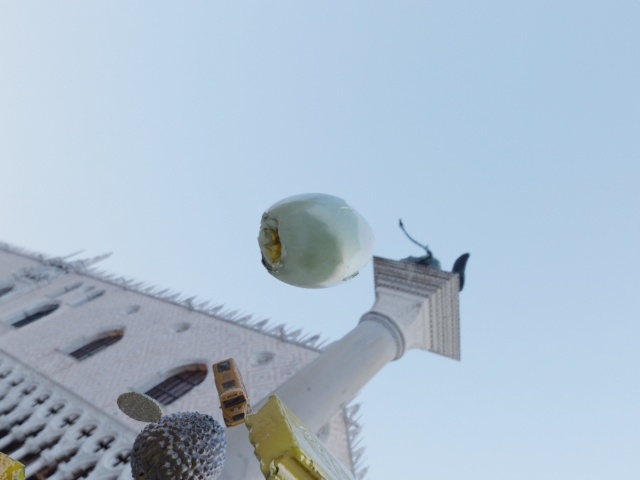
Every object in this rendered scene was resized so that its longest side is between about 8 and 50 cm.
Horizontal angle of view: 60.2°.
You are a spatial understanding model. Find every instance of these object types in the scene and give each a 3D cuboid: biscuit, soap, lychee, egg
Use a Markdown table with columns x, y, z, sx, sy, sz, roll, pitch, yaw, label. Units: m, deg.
| x | y | z | sx | sy | sz | roll | pitch | yaw | label |
| --- | --- | --- | --- | --- | --- | --- | --- | --- | --- |
| -0.450 | 0.416 | 1.376 | 0.120 | 0.015 | 0.120 | 6 | -53 | 8 | biscuit |
| -0.018 | 0.495 | 1.167 | 0.324 | 0.096 | 0.204 | 53 | -3 | -25 | soap |
| -0.383 | 0.596 | 1.521 | 0.268 | 0.268 | 0.267 | 20 | -57 | 34 | lychee |
| 0.000 | 0.000 | 1.598 | 0.278 | 0.337 | 0.277 | 177 | -90 | -68 | egg |

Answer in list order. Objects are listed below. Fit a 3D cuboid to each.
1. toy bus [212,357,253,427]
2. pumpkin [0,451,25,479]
| x | y | z | sx | sy | sz | roll | pitch | yaw | label |
| --- | --- | --- | --- | --- | --- | --- | --- | --- | --- |
| -0.250 | 0.423 | 1.546 | 0.194 | 0.084 | 0.088 | -124 | -160 | -54 | toy bus |
| -0.908 | 0.634 | 1.337 | 0.226 | 0.303 | 0.256 | -18 | -75 | 23 | pumpkin |
